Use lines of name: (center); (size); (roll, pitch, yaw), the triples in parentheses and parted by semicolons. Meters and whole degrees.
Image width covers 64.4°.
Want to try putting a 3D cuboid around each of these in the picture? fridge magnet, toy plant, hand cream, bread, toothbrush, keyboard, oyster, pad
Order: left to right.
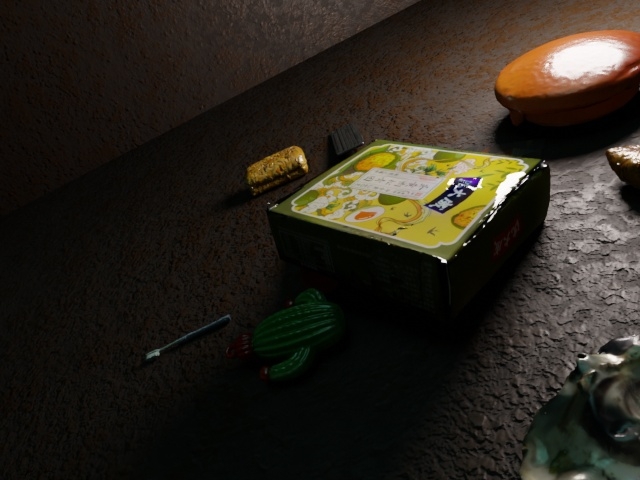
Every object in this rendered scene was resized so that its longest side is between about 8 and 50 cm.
toothbrush: (-0.303, 0.223, 1.160); (0.219, 0.016, 0.019); (-26, 33, 2)
bread: (-0.144, -0.226, 1.632); (0.211, 0.083, 0.114); (-25, 36, 7)
toy plant: (-0.064, 0.191, 0.962); (0.240, 0.088, 0.154); (-37, 47, -1)
hand cream: (0.000, 0.000, 1.189); (0.139, 0.089, 0.314); (-10, 31, 12)
keyboard: (0.088, -0.306, 1.607); (0.103, 0.041, 0.381); (-24, 32, 7)
pad: (0.424, -0.198, 1.232); (0.211, 0.003, 0.143); (-2, 39, 36)
fridge magnet: (0.614, -0.401, 1.238); (0.363, 0.155, 0.364); (-19, 32, 13)
bread: (0.619, -0.123, 0.906); (0.105, 0.076, 0.233); (-26, 22, -21)
oyster: (0.398, 0.207, 0.572); (0.351, 0.115, 0.238); (-30, 23, -13)

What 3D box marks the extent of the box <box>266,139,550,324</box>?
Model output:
box: (0.167, -0.054, 0.995); (0.420, 0.138, 0.373); (18, 42, 41)
